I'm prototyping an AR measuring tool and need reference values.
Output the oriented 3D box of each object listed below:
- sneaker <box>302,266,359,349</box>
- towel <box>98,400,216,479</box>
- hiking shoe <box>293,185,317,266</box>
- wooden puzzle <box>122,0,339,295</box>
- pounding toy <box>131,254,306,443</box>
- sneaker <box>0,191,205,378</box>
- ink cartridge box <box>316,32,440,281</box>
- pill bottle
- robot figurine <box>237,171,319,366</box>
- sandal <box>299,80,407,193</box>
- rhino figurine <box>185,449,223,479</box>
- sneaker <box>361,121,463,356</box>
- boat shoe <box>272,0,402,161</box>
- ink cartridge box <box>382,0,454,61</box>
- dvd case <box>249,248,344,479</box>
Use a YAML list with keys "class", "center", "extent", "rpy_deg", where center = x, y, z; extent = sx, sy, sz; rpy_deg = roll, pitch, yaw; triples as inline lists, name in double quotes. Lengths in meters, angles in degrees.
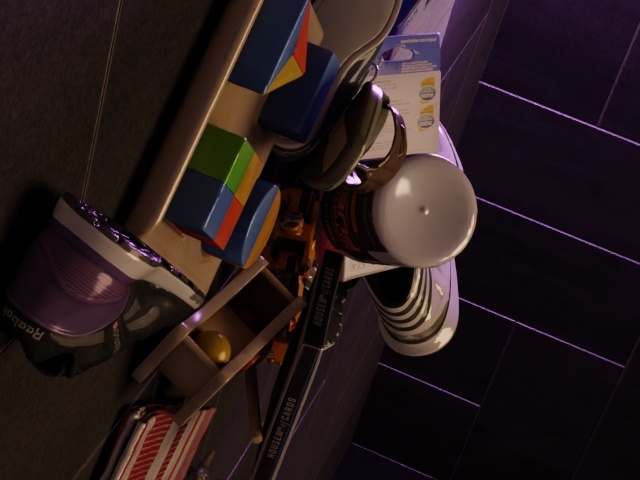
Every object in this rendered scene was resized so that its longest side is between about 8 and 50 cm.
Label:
- class: "sneaker"
  center: [-0.018, 0.069, 2.272]
  extent: [0.110, 0.107, 0.275]
  rpy_deg: [-30, -153, 41]
- class: "towel"
  center: [-0.220, 0.298, 1.739]
  extent: [0.237, 0.037, 0.329]
  rpy_deg: [-65, 170, -1]
- class: "hiking shoe"
  center: [0.000, 0.000, 2.048]
  extent: [0.086, 0.114, 0.227]
  rpy_deg: [-53, 164, -62]
- class: "wooden puzzle"
  center: [-0.068, -0.106, 1.464]
  extent: [0.348, 0.080, 0.322]
  rpy_deg: [66, 47, -79]
- class: "pounding toy"
  center: [-0.077, 0.126, 1.632]
  extent: [0.154, 0.155, 0.269]
  rpy_deg: [-44, 178, 17]
- class: "sneaker"
  center: [-0.183, 0.048, 1.177]
  extent: [0.124, 0.107, 0.283]
  rpy_deg: [-52, 167, -2]
- class: "ink cartridge box"
  center: [0.077, -0.115, 1.953]
  extent: [0.186, 0.065, 0.311]
  rpy_deg: [-11, 109, -45]
- class: "pill bottle"
  center: [0.079, -0.034, 1.764]
  extent: [0.130, 0.130, 0.246]
  rpy_deg: [-66, -163, -7]
- class: "robot figurine"
  center: [-0.053, 0.036, 1.846]
  extent: [0.291, 0.085, 0.211]
  rpy_deg: [96, 4, -63]
- class: "sandal"
  center: [0.054, -0.105, 1.612]
  extent: [0.120, 0.086, 0.303]
  rpy_deg: [-52, 178, 13]
- class: "rhino figurine"
  center: [-0.194, 0.396, 2.028]
  extent: [0.106, 0.073, 0.243]
  rpy_deg: [24, 88, -78]
- class: "sneaker"
  center: [0.132, -0.071, 2.301]
  extent: [0.257, 0.169, 0.447]
  rpy_deg: [63, 22, -60]
- class: "boat shoe"
  center: [0.018, -0.202, 1.700]
  extent: [0.079, 0.095, 0.254]
  rpy_deg: [78, 37, -73]
- class: "ink cartridge box"
  center: [0.115, -0.285, 2.179]
  extent: [0.324, 0.071, 0.330]
  rpy_deg: [-57, 166, -42]
- class: "dvd case"
  center: [-0.029, 0.153, 1.719]
  extent: [0.179, 0.030, 0.238]
  rpy_deg: [-76, -174, -54]
